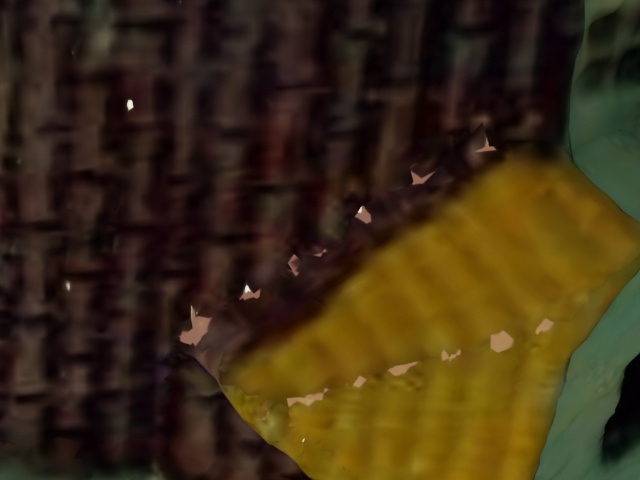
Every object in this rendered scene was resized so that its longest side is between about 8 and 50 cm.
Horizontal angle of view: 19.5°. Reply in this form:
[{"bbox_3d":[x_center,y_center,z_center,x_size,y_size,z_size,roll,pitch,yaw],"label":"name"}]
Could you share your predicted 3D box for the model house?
[{"bbox_3d":[0.000,0.000,0.527,0.230,0.249,0.280,37,133,36],"label":"model house"}]
